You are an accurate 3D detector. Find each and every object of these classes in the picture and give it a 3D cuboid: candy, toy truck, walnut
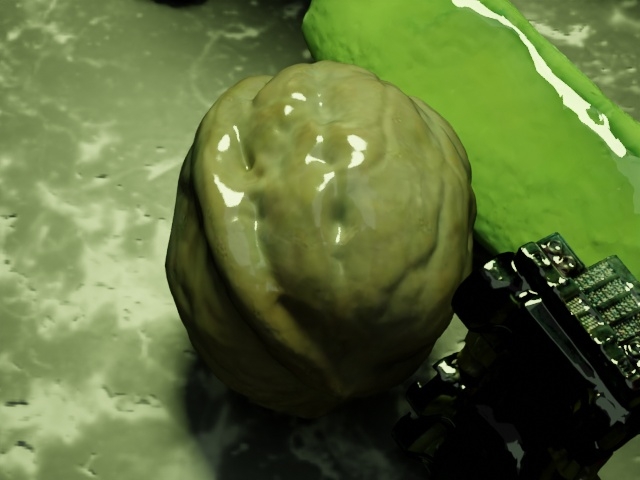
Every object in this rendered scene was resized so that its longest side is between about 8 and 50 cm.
[{"bbox_3d":[0.131,-0.079,1.129,0.343,0.142,0.132,48,25,21],"label":"candy"},{"bbox_3d":[0.139,0.096,0.959,0.127,0.257,0.127,-27,66,-19],"label":"toy truck"},{"bbox_3d":[0.000,0.000,1.027,0.224,0.224,0.224,1,63,-2],"label":"walnut"}]
